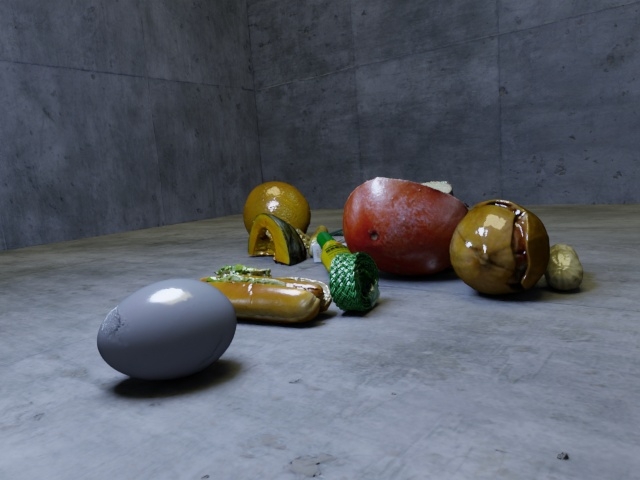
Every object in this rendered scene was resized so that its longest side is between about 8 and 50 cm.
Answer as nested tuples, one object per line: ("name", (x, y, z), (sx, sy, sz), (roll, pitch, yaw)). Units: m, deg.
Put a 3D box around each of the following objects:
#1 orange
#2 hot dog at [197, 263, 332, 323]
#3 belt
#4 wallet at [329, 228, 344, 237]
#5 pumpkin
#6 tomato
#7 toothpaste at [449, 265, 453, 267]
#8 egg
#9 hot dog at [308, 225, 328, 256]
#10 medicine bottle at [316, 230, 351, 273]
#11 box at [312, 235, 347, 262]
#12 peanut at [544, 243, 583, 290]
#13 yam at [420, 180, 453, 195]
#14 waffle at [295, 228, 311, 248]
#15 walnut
("orange", (-0.170, -0.099, 1.921), (0.274, 0.275, 0.274), (-4, 8, 1))
("hot dog", (-0.142, 0.108, 1.007), (0.337, 0.100, 0.135), (0, 10, 28))
("belt", (0.064, 0.085, 0.998), (0.079, 0.121, 0.151), (-6, -6, 28))
("wallet", (0.122, -0.008, 1.876), (0.160, 0.055, 0.236), (-18, 15, -33))
("pumpkin", (-0.141, -0.021, 1.668), (0.148, 0.169, 0.312), (-13, 12, -35))
("tomato", (0.203, 0.001, 1.212), (0.338, 0.144, 0.338), (10, -30, 6))
("toothpaste", (0.395, 0.053, 1.336), (0.193, 0.045, 0.071), (-16, 4, -29))
("egg", (-0.224, 0.132, 0.720), (0.198, 0.147, 0.146), (-13, 10, -12))
("hot dog", (-0.003, -0.002, 1.758), (0.061, 0.088, 0.286), (5, 16, 4))
("medicine bottle", (0.038, 0.034, 1.398), (0.094, 0.064, 0.260), (-13, 21, -10))
("box", (0.108, 0.027, 1.570), (0.233, 0.067, 0.149), (-2, 8, 22))
("peanut", (0.536, 0.056, 1.074), (0.082, 0.082, 0.187), (0, 10, 26))
("yam", (0.325, -0.041, 1.382), (0.129, 0.239, 0.128), (0, 23, 34))
("waffle", (-0.058, 0.026, 1.850), (0.023, 0.098, 0.152), (1, -23, 42))
("walnut", (0.400, 0.011, 1.079), (0.208, 0.209, 0.336), (-1, 3, 23))
